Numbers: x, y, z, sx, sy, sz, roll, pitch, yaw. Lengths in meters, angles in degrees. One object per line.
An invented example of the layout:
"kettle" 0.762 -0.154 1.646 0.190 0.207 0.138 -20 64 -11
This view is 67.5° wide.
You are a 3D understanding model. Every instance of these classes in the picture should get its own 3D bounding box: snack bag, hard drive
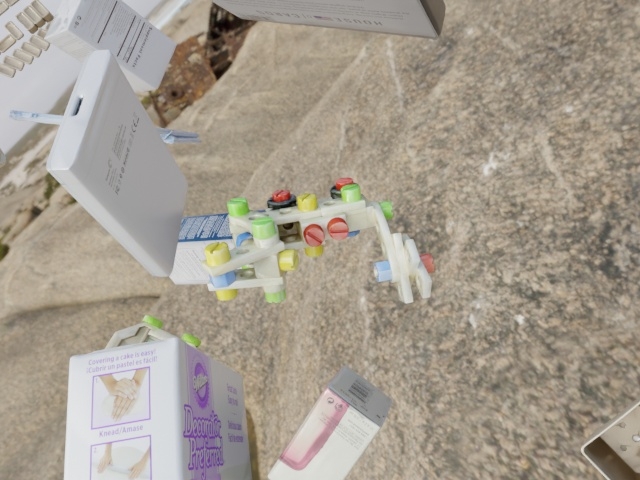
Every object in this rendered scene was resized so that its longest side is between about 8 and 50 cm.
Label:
"snack bag" -0.513 -0.279 1.202 0.342 0.323 0.037 -47 -35 -78
"hard drive" -0.330 -0.113 0.846 0.047 0.353 0.232 -2 62 6

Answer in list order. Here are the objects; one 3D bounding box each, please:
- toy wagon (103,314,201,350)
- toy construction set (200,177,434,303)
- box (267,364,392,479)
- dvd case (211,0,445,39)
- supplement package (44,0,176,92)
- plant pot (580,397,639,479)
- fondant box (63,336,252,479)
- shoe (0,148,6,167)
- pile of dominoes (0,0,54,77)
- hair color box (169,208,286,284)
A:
"toy wagon" -0.424 0.373 1.285 0.068 0.345 0.267 115 180 -67
"toy construction set" 0.000 0.000 0.691 0.215 0.328 0.151 -114 29 -65
"box" 0.023 0.393 0.960 0.232 0.127 0.149 -58 -13 11
"dvd case" -0.032 -0.170 0.279 0.179 0.239 0.029 16 103 19
"supplement package" -0.629 -0.606 1.455 0.178 0.293 0.175 9 76 40
"plant pot" 0.425 0.276 0.633 0.109 0.096 0.109 -47 68 13
"fondant box" -0.124 0.277 0.429 0.096 0.238 0.330 -11 67 0
"shoe" -0.811 -0.236 1.128 0.058 0.219 0.076 -13 70 -1
"pile of dominoes" -0.925 -0.620 1.456 0.251 0.196 0.040 -44 4 -7
"hair color box" -0.268 0.025 1.265 0.348 0.173 0.105 -3 47 23
